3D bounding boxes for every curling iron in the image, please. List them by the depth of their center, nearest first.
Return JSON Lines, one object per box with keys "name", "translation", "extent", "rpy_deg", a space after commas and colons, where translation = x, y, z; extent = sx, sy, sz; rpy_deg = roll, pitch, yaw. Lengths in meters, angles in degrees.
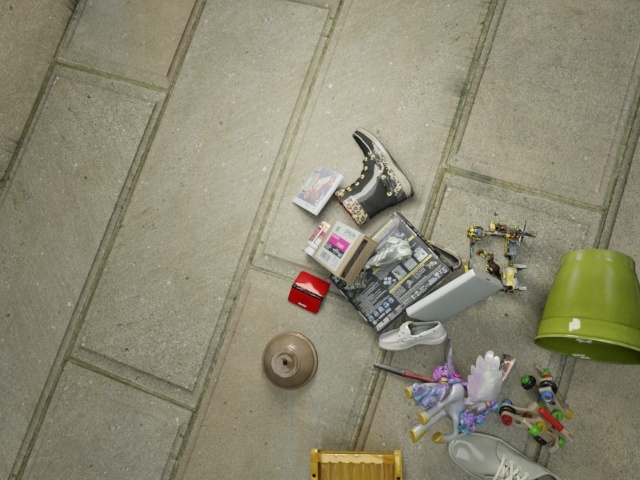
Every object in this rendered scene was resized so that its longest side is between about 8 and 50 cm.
{"name": "curling iron", "translation": [0.343, 0.550, 1.841], "extent": [0.274, 0.035, 0.068], "rpy_deg": [21, 85, 10]}

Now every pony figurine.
{"name": "pony figurine", "translation": [0.500, 0.567, 1.698], "extent": [0.364, 0.303, 0.350], "rpy_deg": [-13, 103, -19]}

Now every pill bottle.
{"name": "pill bottle", "translation": [0.000, 0.000, 1.949], "extent": [0.086, 0.086, 0.152], "rpy_deg": [36, 88, 12]}

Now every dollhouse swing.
{"name": "dollhouse swing", "translation": [0.129, 0.908, 1.682], "extent": [0.348, 0.305, 0.314], "rpy_deg": [-2, 81, 7]}

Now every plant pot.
{"name": "plant pot", "translation": [0.994, 0.229, 1.660], "extent": [0.367, 0.366, 0.352], "rpy_deg": [12, 72, 10]}
{"name": "plant pot", "translation": [-0.133, 0.499, 1.881], "extent": [0.238, 0.110, 0.237], "rpy_deg": [-1, 82, 8]}

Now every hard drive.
{"name": "hard drive", "translation": [0.504, 0.219, 1.723], "extent": [0.308, 0.203, 0.040], "rpy_deg": [-40, 47, 32]}

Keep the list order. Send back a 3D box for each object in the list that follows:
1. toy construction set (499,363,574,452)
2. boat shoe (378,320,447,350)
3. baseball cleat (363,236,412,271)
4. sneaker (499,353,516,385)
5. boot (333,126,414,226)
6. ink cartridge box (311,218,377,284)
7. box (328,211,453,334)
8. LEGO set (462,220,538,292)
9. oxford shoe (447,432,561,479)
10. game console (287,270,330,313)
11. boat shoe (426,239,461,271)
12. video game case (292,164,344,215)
{"name": "toy construction set", "translation": [0.822, 0.647, 1.637], "extent": [0.237, 0.309, 0.257], "rpy_deg": [43, 97, 7]}
{"name": "boat shoe", "translation": [0.352, 0.361, 1.804], "extent": [0.277, 0.098, 0.096], "rpy_deg": [-16, 121, 22]}
{"name": "baseball cleat", "translation": [0.250, 0.049, 1.756], "extent": [0.206, 0.072, 0.109], "rpy_deg": [-17, 70, 21]}
{"name": "sneaker", "translation": [0.704, 0.517, 1.793], "extent": [0.065, 0.061, 0.157], "rpy_deg": [31, 86, 38]}
{"name": "boot", "translation": [0.180, -0.267, 1.944], "extent": [0.284, 0.138, 0.377], "rpy_deg": [-36, 84, 2]}
{"name": "ink cartridge box", "translation": [0.090, 0.040, 1.819], "extent": [0.088, 0.235, 0.193], "rpy_deg": [30, 92, -32]}
{"name": "box", "translation": [0.274, 0.132, 1.829], "extent": [0.318, 0.097, 0.395], "rpy_deg": [47, 109, 10]}
{"name": "LEGO set", "translation": [0.686, 0.071, 1.784], "extent": [0.255, 0.192, 0.330], "rpy_deg": [12, 83, 10]}
{"name": "oxford shoe", "translation": [0.699, 0.854, 1.698], "extent": [0.450, 0.130, 0.169], "rpy_deg": [24, 87, 12]}
{"name": "game console", "translation": [-0.050, 0.222, 1.960], "extent": [0.144, 0.085, 0.124], "rpy_deg": [25, 117, 12]}
{"name": "boat shoe", "translation": [0.418, 0.047, 1.875], "extent": [0.325, 0.097, 0.116], "rpy_deg": [21, 86, 11]}
{"name": "video game case", "translation": [-0.014, -0.219, 1.963], "extent": [0.201, 0.023, 0.183], "rpy_deg": [-54, 41, -2]}
